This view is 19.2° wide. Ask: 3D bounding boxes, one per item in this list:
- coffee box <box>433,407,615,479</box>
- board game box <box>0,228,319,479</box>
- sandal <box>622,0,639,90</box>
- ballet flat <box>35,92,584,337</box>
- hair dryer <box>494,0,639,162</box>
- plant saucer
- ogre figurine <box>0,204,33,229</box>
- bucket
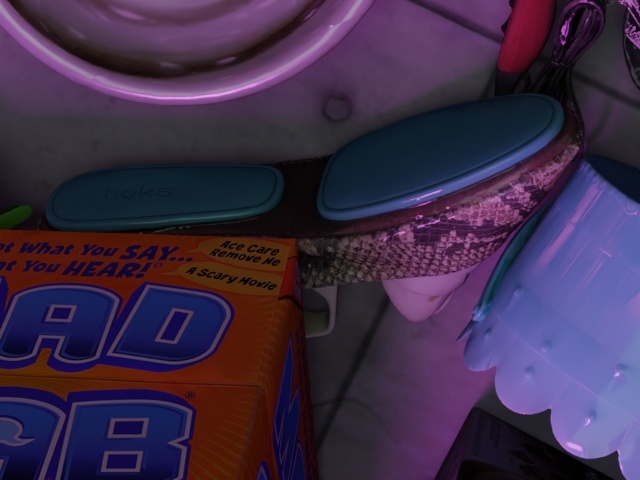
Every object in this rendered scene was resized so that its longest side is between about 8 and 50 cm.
[{"bbox_3d":[0.162,0.254,1.526,0.168,0.297,0.119,27,101,4],"label":"coffee box"},{"bbox_3d":[-0.203,0.238,1.492,0.356,0.356,0.357,2,128,9],"label":"board game box"},{"bbox_3d":[0.462,-0.172,1.484,0.445,0.107,0.168,-10,100,12],"label":"sandal"},{"bbox_3d":[0.000,0.000,1.590,0.482,0.164,0.182,-10,122,17],"label":"ballet flat"},{"bbox_3d":[0.170,-0.192,1.483,0.223,0.080,0.293,-27,109,35],"label":"hair dryer"},{"bbox_3d":[-0.114,-0.314,1.553,0.400,0.100,0.401,2,102,8],"label":"plant saucer"},{"bbox_3d":[-0.310,-0.006,1.642,0.118,0.096,0.197,-10,89,55],"label":"ogre figurine"},{"bbox_3d":[0.267,0.067,1.489,0.281,0.281,0.183,29,103,2],"label":"bucket"}]
